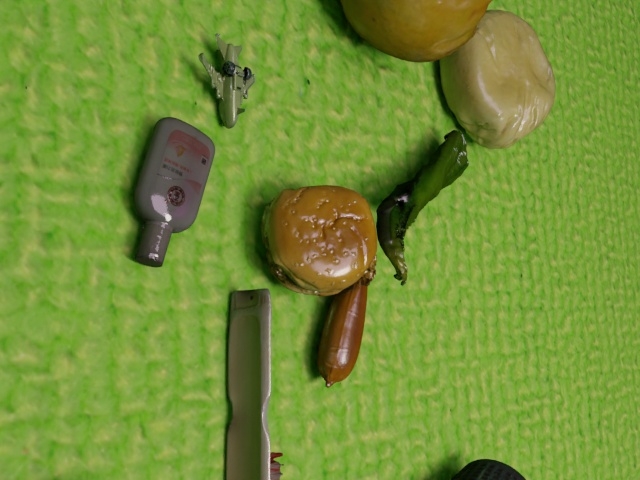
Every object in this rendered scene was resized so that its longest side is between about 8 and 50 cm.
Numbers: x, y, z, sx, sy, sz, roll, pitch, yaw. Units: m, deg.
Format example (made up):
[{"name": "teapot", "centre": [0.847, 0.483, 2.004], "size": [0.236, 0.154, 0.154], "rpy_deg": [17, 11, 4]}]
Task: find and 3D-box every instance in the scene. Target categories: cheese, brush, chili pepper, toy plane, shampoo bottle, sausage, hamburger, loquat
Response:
[{"name": "cheese", "centre": [0.294, -0.272, 1.251], "size": [0.214, 0.117, 0.226], "rpy_deg": [-30, 99, -38]}, {"name": "brush", "centre": [-0.074, 0.217, 0.855], "size": [0.050, 0.060, 0.321], "rpy_deg": [12, 75, -54]}, {"name": "chili pepper", "centre": [0.144, -0.061, 1.063], "size": [0.359, 0.076, 0.085], "rpy_deg": [-50, 144, -51]}, {"name": "toy plane", "centre": [-0.110, -0.192, 0.901], "size": [0.102, 0.040, 0.111], "rpy_deg": [4, 78, -53]}, {"name": "shampoo bottle", "centre": [-0.168, -0.052, 0.821], "size": [0.080, 0.040, 0.165], "rpy_deg": [30, 62, -39]}, {"name": "sausage", "centre": [0.033, 0.106, 0.971], "size": [0.054, 0.062, 0.183], "rpy_deg": [22, 65, -20]}, {"name": "hamburger", "centre": [0.000, 0.000, 0.923], "size": [0.147, 0.083, 0.138], "rpy_deg": [-2, 78, -21]}, {"name": "loquat", "centre": [0.133, -0.375, 1.046], "size": [0.244, 0.244, 0.244], "rpy_deg": [9, 77, -42]}]

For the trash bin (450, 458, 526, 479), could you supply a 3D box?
[{"name": "trash bin", "centre": [0.226, 0.399, 1.045], "size": [0.161, 0.175, 0.175], "rpy_deg": [-38, 109, -52]}]
